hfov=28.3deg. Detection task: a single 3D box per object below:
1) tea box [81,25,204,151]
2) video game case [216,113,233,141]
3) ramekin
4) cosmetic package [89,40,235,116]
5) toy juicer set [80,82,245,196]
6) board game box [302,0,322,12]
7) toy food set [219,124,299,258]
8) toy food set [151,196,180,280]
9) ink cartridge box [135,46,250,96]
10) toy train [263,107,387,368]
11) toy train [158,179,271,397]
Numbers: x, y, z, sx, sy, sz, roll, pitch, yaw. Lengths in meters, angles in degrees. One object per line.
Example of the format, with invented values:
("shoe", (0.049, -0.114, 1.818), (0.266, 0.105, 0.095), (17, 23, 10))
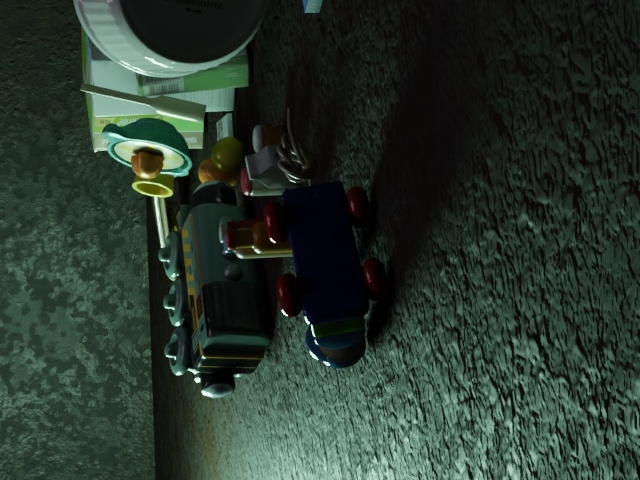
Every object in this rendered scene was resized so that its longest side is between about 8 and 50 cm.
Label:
("tea box", (-0.345, -0.385, 2.447), (0.329, 0.220, 0.323), (-112, 23, -56))
("video game case", (-0.161, -0.165, 2.152), (0.122, 0.011, 0.087), (174, 93, -77))
("ramekin", (-0.190, -0.350, 1.708), (0.127, 0.273, 0.272), (-152, 60, -62))
("cosmetic package", (-0.252, -0.270, 2.033), (0.085, 0.231, 0.117), (-105, 17, -46))
("toy juicer set", (-0.229, -0.137, 1.967), (0.329, 0.209, 0.089), (64, -147, -68))
("board game box", (-0.008, -0.318, 1.421), (0.090, 0.020, 0.090), (112, 151, -61))
("toy food set", (-0.084, -0.051, 1.617), (0.111, 0.105, 0.232), (100, 162, -45))
("toy food set", (-0.312, -0.087, 2.712), (0.219, 0.092, 0.306), (-109, 13, -49))
("ink cartridge box", (-0.208, -0.323, 1.961), (0.056, 0.171, 0.235), (91, 169, -50))
("toy train", (0.000, 0.000, 1.305), (0.143, 0.105, 0.248), (82, 177, -55))
("toy train", (-0.159, 0.069, 1.947), (0.190, 0.142, 0.333), (123, 146, -49))
